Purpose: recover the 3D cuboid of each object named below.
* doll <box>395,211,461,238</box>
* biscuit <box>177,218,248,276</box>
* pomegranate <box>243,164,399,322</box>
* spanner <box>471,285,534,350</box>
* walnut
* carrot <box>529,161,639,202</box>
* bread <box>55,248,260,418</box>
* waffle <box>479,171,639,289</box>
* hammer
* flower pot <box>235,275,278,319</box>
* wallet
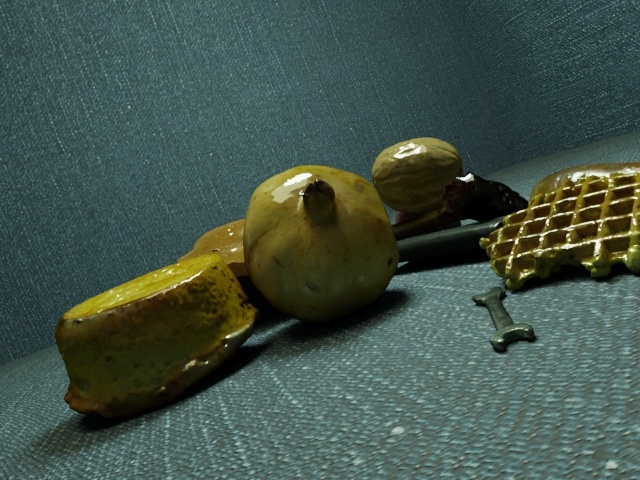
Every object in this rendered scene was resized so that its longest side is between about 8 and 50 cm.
[{"bbox_3d":[0.359,-0.081,1.690,0.256,0.152,0.196,-35,37,-3],"label":"doll"},{"bbox_3d":[-0.158,0.007,1.447,0.386,0.062,0.365,-9,20,17],"label":"biscuit"},{"bbox_3d":[0.000,0.000,1.113,0.343,0.342,0.342,-20,4,1],"label":"pomegranate"},{"bbox_3d":[0.243,0.099,0.752,0.054,0.015,0.254,-22,3,12],"label":"spanner"},{"bbox_3d":[0.269,-0.180,1.554,0.261,0.224,0.225,-12,7,21],"label":"walnut"},{"bbox_3d":[0.523,-0.084,1.022,0.139,0.138,0.302,-22,4,-28],"label":"carrot"},{"bbox_3d":[-0.321,0.182,1.087,0.399,0.215,0.398,-19,9,3],"label":"bread"},{"bbox_3d":[0.398,-0.020,0.866,0.282,0.058,0.301,-41,18,-18],"label":"waffle"},{"bbox_3d":[0.317,-0.066,1.466,0.243,0.095,0.409,9,-17,-35],"label":"hammer"},{"bbox_3d":[-0.182,0.123,1.454,0.236,0.148,0.235,-11,17,3],"label":"flower pot"},{"bbox_3d":[0.325,-0.005,1.309,0.229,0.062,0.406,-14,0,-36],"label":"wallet"}]
